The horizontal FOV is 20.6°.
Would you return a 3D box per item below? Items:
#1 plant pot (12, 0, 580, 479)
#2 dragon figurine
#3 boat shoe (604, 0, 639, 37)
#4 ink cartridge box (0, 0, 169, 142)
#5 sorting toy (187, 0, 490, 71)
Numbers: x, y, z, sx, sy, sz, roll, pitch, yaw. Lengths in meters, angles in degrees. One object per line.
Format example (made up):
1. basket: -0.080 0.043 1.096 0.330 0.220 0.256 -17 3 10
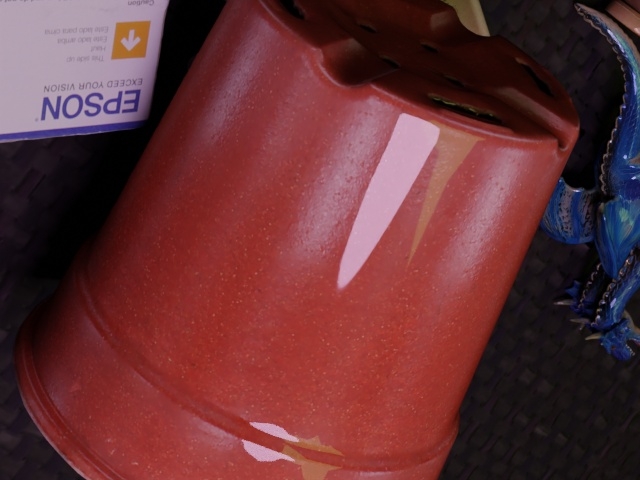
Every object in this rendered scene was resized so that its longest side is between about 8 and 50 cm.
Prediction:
1. plant pot: 0.000 0.000 0.994 0.272 0.272 0.265 5 122 -40
2. dragon figurine: 0.215 -0.029 1.295 0.144 0.085 0.289 -40 137 -9
3. boat shoe: 0.292 -0.148 1.282 0.207 0.073 0.073 27 102 -45
4. ink cartridge box: -0.209 -0.202 0.859 0.324 0.071 0.330 -8 125 -36
5. sorting toy: 0.030 -0.099 1.131 0.196 0.047 0.348 -37 135 -12
